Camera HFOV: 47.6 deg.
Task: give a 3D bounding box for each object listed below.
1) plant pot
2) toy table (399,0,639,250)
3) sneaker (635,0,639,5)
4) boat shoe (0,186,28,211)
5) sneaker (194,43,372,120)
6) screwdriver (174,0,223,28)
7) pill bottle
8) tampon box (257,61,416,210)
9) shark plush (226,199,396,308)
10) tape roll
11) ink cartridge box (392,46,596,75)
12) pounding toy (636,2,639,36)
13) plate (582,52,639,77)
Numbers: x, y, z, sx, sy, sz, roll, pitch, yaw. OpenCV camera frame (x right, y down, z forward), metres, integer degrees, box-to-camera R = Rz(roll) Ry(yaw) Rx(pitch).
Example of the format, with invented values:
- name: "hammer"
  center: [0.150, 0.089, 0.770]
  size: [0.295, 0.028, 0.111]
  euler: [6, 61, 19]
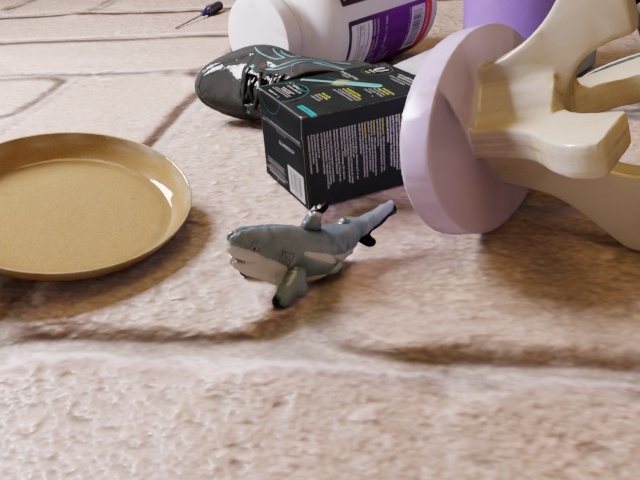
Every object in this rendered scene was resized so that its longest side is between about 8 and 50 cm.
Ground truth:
- name: "plant pot"
  center: [-0.244, -0.034, 0.702]
  size: [0.236, 0.032, 0.236]
  euler: [6, 38, -5]
- name: "toy table"
  center: [0.199, -0.109, 0.625]
  size: [0.160, 0.252, 0.274]
  euler: [-2, 36, 38]
- name: "sneaker"
  center: [0.677, -0.372, 1.132]
  size: [0.322, 0.130, 0.236]
  euler: [10, 24, 32]
- name: "boat shoe"
  center: [-0.340, -0.007, 0.706]
  size: [0.049, 0.042, 0.133]
  euler: [29, 39, 19]
- name: "sneaker"
  center: [-0.044, -0.197, 0.918]
  size: [0.267, 0.101, 0.106]
  euler: [4, 14, 16]
- name: "screwdriver"
  center: [-0.266, -0.486, 1.568]
  size: [0.025, 0.024, 0.170]
  euler: [38, 45, 11]
- name: "pill bottle"
  center: [0.021, -0.341, 1.102]
  size: [0.181, 0.182, 0.323]
  euler: [21, 38, 38]
- name: "tampon box"
  center: [0.032, -0.117, 0.781]
  size: [0.161, 0.101, 0.120]
  euler: [-16, 31, -20]
- name: "shark plush"
  center: [0.000, 0.000, 0.612]
  size: [0.161, 0.067, 0.073]
  euler: [-14, 30, -15]
- name: "tape roll"
  center: [0.297, -0.335, 1.027]
  size: [0.189, 0.080, 0.189]
  euler: [-4, 29, 2]
- name: "ink cartridge box"
  center: [0.241, -0.240, 1.009]
  size: [0.165, 0.065, 0.332]
  euler: [20, 36, 37]
- name: "pounding toy"
  center: [0.493, -0.334, 0.944]
  size: [0.154, 0.155, 0.269]
  euler: [-18, 1, -3]
- name: "plate"
  center: [0.434, -0.226, 0.935]
  size: [0.188, 0.024, 0.188]
  euler: [-15, 1, 0]
